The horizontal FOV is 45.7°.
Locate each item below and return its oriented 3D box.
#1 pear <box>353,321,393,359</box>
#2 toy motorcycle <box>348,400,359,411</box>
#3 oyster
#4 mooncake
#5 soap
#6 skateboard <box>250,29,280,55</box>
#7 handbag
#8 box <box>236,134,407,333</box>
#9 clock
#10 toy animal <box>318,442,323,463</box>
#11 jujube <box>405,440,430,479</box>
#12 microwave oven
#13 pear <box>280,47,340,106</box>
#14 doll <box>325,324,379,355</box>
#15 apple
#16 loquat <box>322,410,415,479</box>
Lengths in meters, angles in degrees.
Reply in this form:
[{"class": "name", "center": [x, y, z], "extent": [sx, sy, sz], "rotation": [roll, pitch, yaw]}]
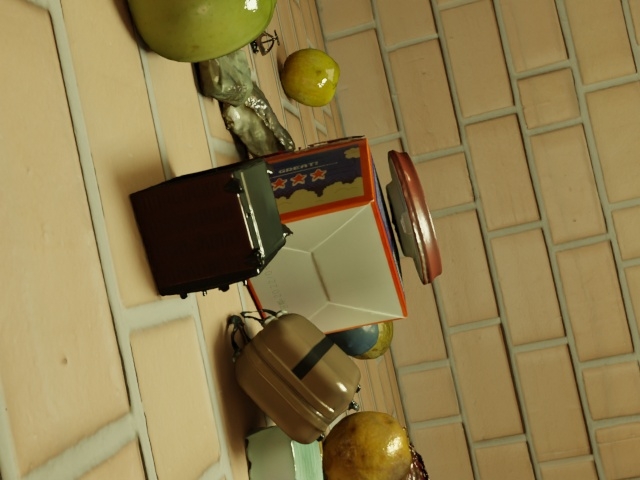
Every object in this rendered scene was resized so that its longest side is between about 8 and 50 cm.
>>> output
[{"class": "pear", "center": [0.140, 0.279, 2.464], "extent": [0.228, 0.188, 0.211], "rotation": [-57, 129, -72]}, {"class": "toy motorcycle", "center": [0.006, 0.342, 1.838], "extent": [0.171, 0.089, 0.298], "rotation": [44, -5, 29]}, {"class": "oyster", "center": [-0.146, -0.266, 1.788], "extent": [0.341, 0.110, 0.166], "rotation": [60, 10, -20]}, {"class": "mooncake", "center": [-0.211, -0.352, 1.614], "extent": [0.125, 0.073, 0.130], "rotation": [4, 68, -52]}, {"class": "soap", "center": [-0.065, 0.430, 1.469], "extent": [0.230, 0.091, 0.145], "rotation": [49, 29, -71]}, {"class": "skateboard", "center": [-0.167, -0.593, 2.149], "extent": [0.151, 0.080, 0.067], "rotation": [69, 7, -48]}, {"class": "handbag", "center": [-0.060, 0.232, 1.445], "extent": [0.283, 0.149, 0.302], "rotation": [41, 5, 7]}, {"class": "box", "center": [0.000, 0.000, 1.686], "extent": [0.257, 0.318, 0.349], "rotation": [-89, 163, -50]}, {"class": "clock", "center": [0.199, -0.052, 1.733], "extent": [0.318, 0.080, 0.319], "rotation": [-17, 90, -88]}, {"class": "toy animal", "center": [-0.043, 0.417, 1.700], "extent": [0.149, 0.054, 0.276], "rotation": [-52, 132, -73]}, {"class": "jujube", "center": [0.183, 0.710, 2.022], "extent": [0.258, 0.258, 0.377], "rotation": [67, 17, -45]}, {"class": "microwave oven", "center": [-0.165, -0.024, 1.230], "extent": [0.247, 0.178, 0.188], "rotation": [-52, 126, -76]}, {"class": "pear", "center": [-0.036, -0.544, 2.524], "extent": [0.200, 0.200, 0.200], "rotation": [-12, 90, -80]}, {"class": "doll", "center": [0.036, 0.191, 1.890], "extent": [0.154, 0.258, 0.228], "rotation": [-53, 121, -26]}, {"class": "apple", "center": [-0.209, -0.437, 1.319], "extent": [0.279, 0.279, 0.279], "rotation": [-12, 90, -80]}, {"class": "loquat", "center": [0.114, 0.536, 1.893], "extent": [0.238, 0.238, 0.193], "rotation": [-88, 158, -54]}]
